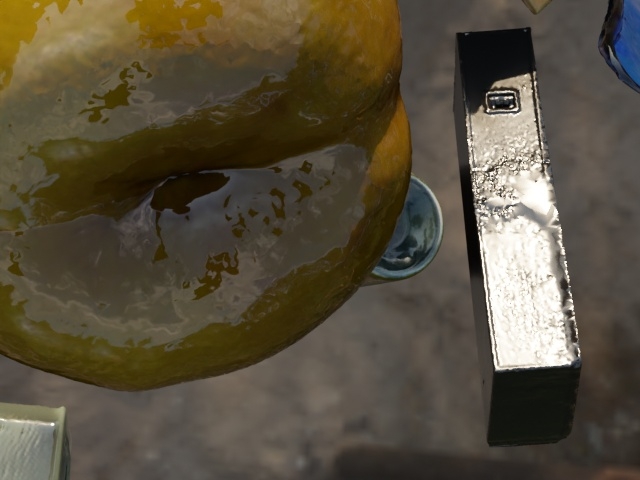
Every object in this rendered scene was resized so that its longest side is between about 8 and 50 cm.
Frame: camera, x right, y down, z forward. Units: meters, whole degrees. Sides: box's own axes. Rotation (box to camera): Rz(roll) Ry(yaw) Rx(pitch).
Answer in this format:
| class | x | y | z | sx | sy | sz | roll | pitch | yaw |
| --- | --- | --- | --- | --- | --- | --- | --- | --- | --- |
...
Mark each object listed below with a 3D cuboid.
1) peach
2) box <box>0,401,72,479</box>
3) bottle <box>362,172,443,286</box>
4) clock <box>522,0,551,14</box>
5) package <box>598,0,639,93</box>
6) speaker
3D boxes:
| class | x | y | z | sx | sy | sz | roll | pitch | yaw |
| --- | --- | --- | --- | --- | --- | --- | --- | --- | --- |
| peach | -0.075 | -0.046 | 0.878 | 0.251 | 0.153 | 0.251 | -17 | 127 | -25 |
| box | -0.398 | 0.299 | 1.647 | 0.177 | 0.344 | 0.352 | 104 | -11 | -69 |
| bottle | 0.000 | 0.000 | 1.483 | 0.082 | 0.286 | 0.082 | 2 | 84 | -21 |
| clock | 0.094 | -0.317 | 1.109 | 0.244 | 0.317 | 0.200 | -41 | 164 | 4 |
| package | 0.122 | -0.014 | 0.417 | 0.173 | 0.027 | 0.171 | 39 | 25 | -10 |
| speaker | 0.101 | -0.005 | 1.033 | 0.082 | 0.044 | 0.218 | 86 | 0 | -55 |
